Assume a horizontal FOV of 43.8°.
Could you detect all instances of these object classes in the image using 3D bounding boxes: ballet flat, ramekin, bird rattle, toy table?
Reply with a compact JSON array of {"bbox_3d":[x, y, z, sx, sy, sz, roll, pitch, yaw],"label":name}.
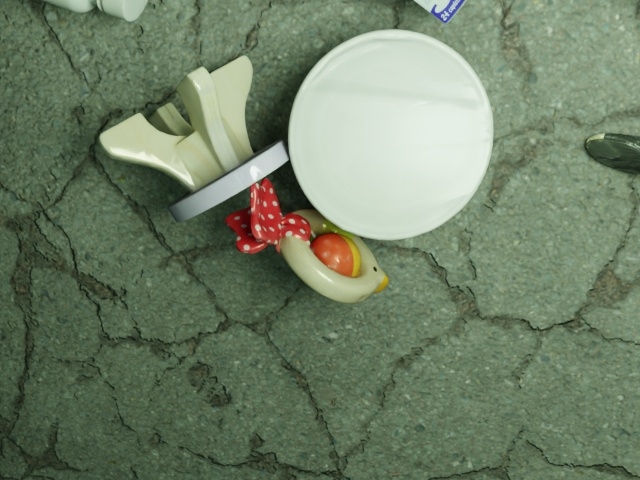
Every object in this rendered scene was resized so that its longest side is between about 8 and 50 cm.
[{"bbox_3d":[0.457,-0.122,1.106,0.173,0.049,0.058,11,143,13],"label":"ballet flat"},{"bbox_3d":[0.093,-0.144,1.090,0.272,0.127,0.273,0,99,2],"label":"ramekin"},{"bbox_3d":[0.000,0.000,1.138,0.143,0.253,0.207,-49,64,20],"label":"bird rattle"},{"bbox_3d":[-0.164,-0.140,1.129,0.274,0.252,0.161,-20,105,54],"label":"toy table"}]

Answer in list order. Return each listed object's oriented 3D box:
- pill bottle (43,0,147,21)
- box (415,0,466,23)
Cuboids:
[{"bbox_3d":[-0.355,-0.391,1.105,0.229,0.131,0.131,20,116,2],"label":"pill bottle"},{"bbox_3d":[0.134,-0.356,1.018,0.137,0.126,0.072,36,118,-5],"label":"box"}]
